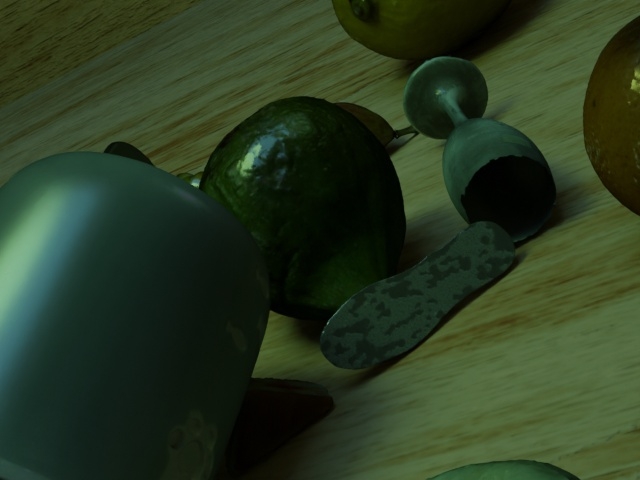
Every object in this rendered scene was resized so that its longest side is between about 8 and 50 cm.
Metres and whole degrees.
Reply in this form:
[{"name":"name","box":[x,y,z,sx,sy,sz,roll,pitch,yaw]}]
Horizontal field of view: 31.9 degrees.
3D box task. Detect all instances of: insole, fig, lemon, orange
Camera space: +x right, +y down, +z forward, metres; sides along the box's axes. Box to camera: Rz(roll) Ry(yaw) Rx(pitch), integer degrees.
[{"name":"insole","box":[0.084,0.048,0.958,0.193,0.065,0.006,-34,-8,-10]},{"name":"fig","box":[0.000,0.000,1.024,0.203,0.203,0.235,-33,44,1]},{"name":"lemon","box":[0.141,-0.372,1.489,0.284,0.260,0.260,-54,27,-12]},{"name":"orange","box":[0.307,-0.109,0.835,0.224,0.170,0.224,-27,25,14]},{"name":"fig","box":[0.053,-0.126,1.340,0.125,0.089,0.089,-5,30,15]}]

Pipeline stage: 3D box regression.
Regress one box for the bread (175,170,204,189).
[{"name":"bread","box":[-0.156,-0.044,1.422,0.157,0.094,0.083,-28,26,33]}]

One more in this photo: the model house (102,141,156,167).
[{"name":"model house","box":[-0.277,0.057,1.265,0.279,0.205,0.218,-32,20,23]}]

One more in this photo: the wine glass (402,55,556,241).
[{"name":"wine glass","box":[0.158,-0.174,1.078,0.096,0.264,0.309,2,23,-6]}]

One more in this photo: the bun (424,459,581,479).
[{"name":"bun","box":[0.085,0.206,0.557,0.195,0.118,0.195,-33,17,11]}]

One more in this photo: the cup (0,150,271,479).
[{"name":"cup","box":[-0.190,0.116,0.914,0.356,0.259,0.274,110,-178,-62]}]

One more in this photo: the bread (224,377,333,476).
[{"name":"bread","box":[-0.048,0.143,0.936,0.109,0.062,0.043,-38,19,-7]}]
